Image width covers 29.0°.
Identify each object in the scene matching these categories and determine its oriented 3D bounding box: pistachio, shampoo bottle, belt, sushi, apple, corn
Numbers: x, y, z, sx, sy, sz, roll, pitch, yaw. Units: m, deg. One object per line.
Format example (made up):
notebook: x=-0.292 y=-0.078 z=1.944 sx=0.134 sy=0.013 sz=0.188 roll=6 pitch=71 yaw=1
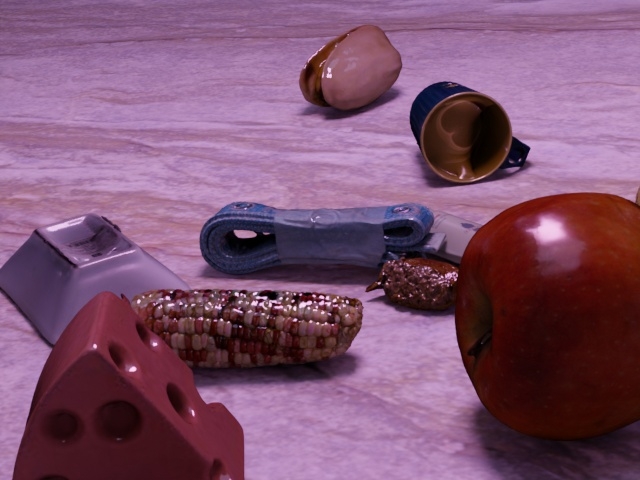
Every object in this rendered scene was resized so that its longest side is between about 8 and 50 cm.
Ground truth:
pistachio: x=0.053 y=-0.294 z=2.131 sx=0.129 sy=0.131 sz=0.206 roll=5 pitch=28 yaw=44
shampoo bottle: x=0.186 y=0.004 z=1.489 sx=0.072 sy=0.049 sz=0.212 roll=-34 pitch=34 yaw=-30
belt: x=0.000 y=0.000 z=1.505 sx=0.302 sy=0.087 sz=0.072 roll=2 pitch=16 yaw=18
sushi: x=0.112 y=0.050 z=1.402 sx=0.120 sy=0.052 sz=0.055 roll=13 pitch=14 yaw=33
apple: x=0.235 y=0.066 z=1.114 sx=0.230 sy=0.230 sz=0.230 roll=-5 pitch=23 yaw=2
corn: x=-0.080 y=0.092 z=1.302 sx=0.253 sy=0.086 sz=0.086 roll=-1 pitch=23 yaw=6

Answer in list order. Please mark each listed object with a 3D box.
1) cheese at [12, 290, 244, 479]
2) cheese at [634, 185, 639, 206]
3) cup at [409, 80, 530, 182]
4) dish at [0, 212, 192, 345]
cheese: x=-0.197 y=0.178 z=1.105 sx=0.177 sy=0.203 sz=0.128 roll=-34 pitch=24 yaw=12
cheese: x=0.511 y=-0.054 z=1.467 sx=0.316 sy=0.128 sz=0.259 roll=-16 pitch=16 yaw=-37
cup: x=0.214 y=-0.158 z=1.799 sx=0.176 sy=0.131 sz=0.155 roll=21 pitch=14 yaw=-14
dish: x=-0.284 y=0.029 z=1.506 sx=0.182 sy=0.080 sz=0.243 roll=-17 pitch=26 yaw=-26
